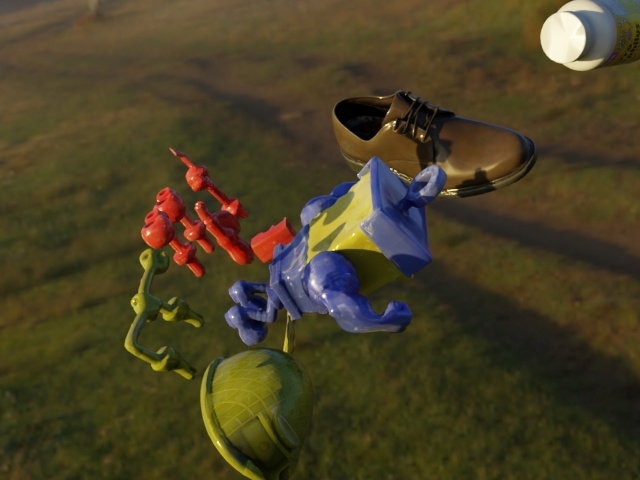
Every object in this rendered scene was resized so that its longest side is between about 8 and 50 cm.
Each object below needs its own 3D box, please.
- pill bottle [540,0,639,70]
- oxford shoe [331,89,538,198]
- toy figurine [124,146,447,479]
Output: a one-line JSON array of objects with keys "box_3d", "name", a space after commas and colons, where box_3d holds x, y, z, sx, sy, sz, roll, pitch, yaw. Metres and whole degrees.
[{"box_3d": [0.169, -0.127, 0.794, 0.043, 0.043, 0.083, 1, 11, 41], "name": "pill bottle"}, {"box_3d": [0.105, -0.100, 1.291, 0.227, 0.096, 0.083, 9, 60, 31], "name": "oxford shoe"}, {"box_3d": [0.000, 0.000, 1.031, 0.217, 0.191, 0.362, -32, 20, 15], "name": "toy figurine"}]
